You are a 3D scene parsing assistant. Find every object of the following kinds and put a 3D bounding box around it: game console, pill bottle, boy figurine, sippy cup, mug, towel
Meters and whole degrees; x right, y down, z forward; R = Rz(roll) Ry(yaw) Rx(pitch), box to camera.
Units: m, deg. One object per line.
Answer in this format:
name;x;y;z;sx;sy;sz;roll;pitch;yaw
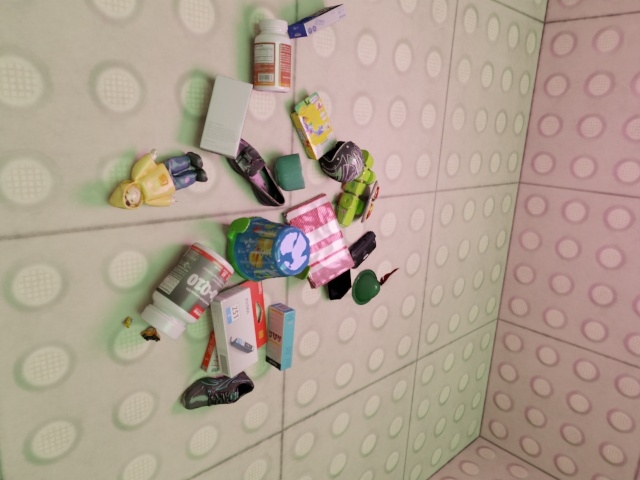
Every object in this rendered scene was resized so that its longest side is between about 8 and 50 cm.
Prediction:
game console;0.147;0.099;2.048;0.361;0.044;0.213;-43;141;-36
pill bottle;-0.420;0.161;1.448;0.283;0.161;0.161;-55;133;-17
boy figurine;-0.479;-0.176;1.340;0.285;0.092;0.177;-31;125;-38
sippy cup;-0.162;0.033;1.588;0.306;0.224;0.239;-6;95;-44
pill bottle;-0.156;-0.599;1.500;0.121;0.121;0.215;-10;109;-42
mug;-0.112;-0.230;1.652;0.098;0.129;0.157;-11;124;-3
towel;0.000;0.000;1.825;0.237;0.037;0.328;-29;102;-36

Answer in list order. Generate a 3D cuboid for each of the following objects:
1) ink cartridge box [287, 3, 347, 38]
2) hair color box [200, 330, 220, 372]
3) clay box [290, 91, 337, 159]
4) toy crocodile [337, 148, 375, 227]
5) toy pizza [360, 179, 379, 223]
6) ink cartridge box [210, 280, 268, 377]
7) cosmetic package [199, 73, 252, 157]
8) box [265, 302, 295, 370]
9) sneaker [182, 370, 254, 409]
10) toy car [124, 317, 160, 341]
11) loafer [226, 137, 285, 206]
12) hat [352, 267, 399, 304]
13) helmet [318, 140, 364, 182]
ink cartridge box;-0.012;-0.767;1.606;0.207;0.097;0.046;-40;127;-28
hair color box;-0.373;0.403;1.651;0.072;0.043;0.141;19;88;-46
clay box;-0.027;-0.431;1.725;0.127;0.053;0.222;-44;128;-26
toy crocodile;0.141;-0.216;1.927;0.115;0.105;0.340;13;98;-57
toy pizza;0.220;-0.163;1.980;0.201;0.032;0.201;20;90;-85
ink cartridge box;-0.268;0.303;1.664;0.261;0.066;0.296;-25;117;-50
cosmetic package;-0.293;-0.382;1.430;0.118;0.085;0.230;15;91;-11
box;-0.158;0.380;1.813;0.060;0.101;0.244;-7;108;-43
sneaker;-0.364;0.546;1.662;0.268;0.106;0.101;-14;113;-40
toy car;-0.550;0.274;1.435;0.122;0.060;0.040;61;29;-44
loafer;-0.213;-0.233;1.574;0.109;0.095;0.302;-50;131;-20
hat;0.268;0.231;2.120;0.173;0.184;0.208;-41;127;-28
helmet;0.093;-0.309;1.801;0.170;0.162;0.169;-15;112;-41
